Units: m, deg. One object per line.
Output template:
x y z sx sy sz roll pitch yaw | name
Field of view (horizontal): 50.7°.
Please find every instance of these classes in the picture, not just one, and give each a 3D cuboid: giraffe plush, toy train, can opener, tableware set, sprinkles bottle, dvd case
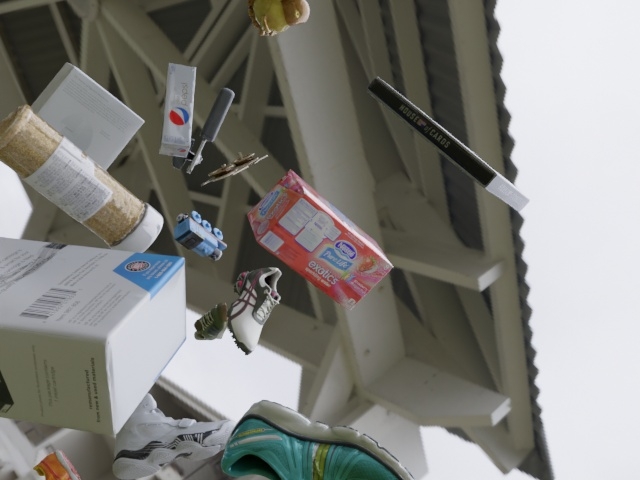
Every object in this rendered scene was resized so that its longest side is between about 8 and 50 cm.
-0.082 -0.490 1.326 0.210 0.181 0.170 8 -75 32 | giraffe plush
-0.357 -0.008 2.006 0.184 0.080 0.105 42 25 -41 | toy train
-0.357 -0.336 2.033 0.095 0.283 0.076 24 5 -14 | can opener
-0.251 -0.216 1.926 0.128 0.194 0.039 -13 -74 33 | tableware set
-0.482 -0.109 1.349 0.355 0.121 0.121 44 -22 -32 | sprinkles bottle
0.189 -0.139 0.988 0.029 0.179 0.238 -51 -118 14 | dvd case

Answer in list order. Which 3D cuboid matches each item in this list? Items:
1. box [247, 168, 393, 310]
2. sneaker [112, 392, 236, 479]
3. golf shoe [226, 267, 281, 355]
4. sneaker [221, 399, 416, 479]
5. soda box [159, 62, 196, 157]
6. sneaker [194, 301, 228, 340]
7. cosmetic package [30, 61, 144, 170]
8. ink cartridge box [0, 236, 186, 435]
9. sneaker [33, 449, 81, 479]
0.000 0.000 1.527 0.300 0.154 0.142 38 12 -29 | box
-0.435 0.544 1.980 0.137 0.366 0.210 90 -19 -54 | sneaker
-0.176 0.177 1.818 0.120 0.272 0.105 -22 -48 23 | golf shoe
-0.003 0.304 0.875 0.276 0.110 0.107 10 -49 27 | sneaker
-0.349 -0.318 1.651 0.074 0.069 0.216 140 -46 -67 | soda box
-0.325 0.245 1.976 0.192 0.086 0.064 115 -37 -55 | sneaker
-0.629 -0.304 1.767 0.224 0.224 0.138 40 -2 -33 | cosmetic package
-0.444 0.127 1.051 0.395 0.285 0.166 7 -68 9 | ink cartridge box
-0.445 0.446 1.189 0.175 0.067 0.064 32 -30 38 | sneaker
